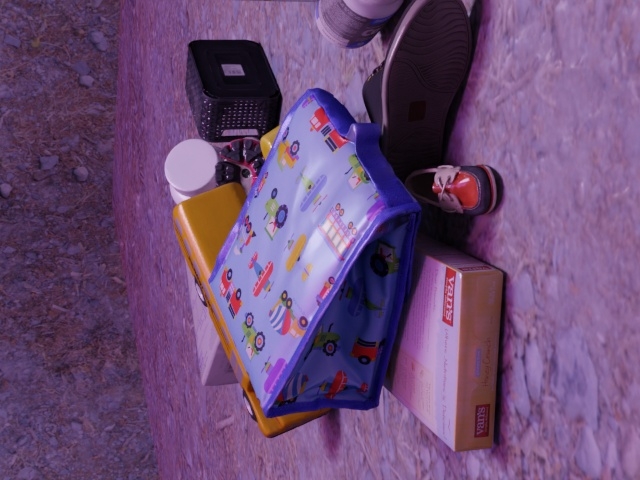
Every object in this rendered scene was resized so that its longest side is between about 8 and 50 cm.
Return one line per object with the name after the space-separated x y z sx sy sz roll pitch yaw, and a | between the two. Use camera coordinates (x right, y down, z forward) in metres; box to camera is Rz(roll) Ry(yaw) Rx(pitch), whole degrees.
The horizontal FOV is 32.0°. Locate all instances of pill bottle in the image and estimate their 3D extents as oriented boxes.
0.048 -0.268 1.221 0.137 0.078 0.078 144 121 -71 | pill bottle
-0.171 -0.081 1.786 0.208 0.117 0.118 53 -154 -66 | pill bottle

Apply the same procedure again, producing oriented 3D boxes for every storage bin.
-0.144 -0.242 1.789 0.180 0.122 0.084 -112 25 -48 | storage bin

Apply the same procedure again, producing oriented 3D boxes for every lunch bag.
0.000 0.000 1.160 0.221 0.138 0.293 -120 38 -45 | lunch bag

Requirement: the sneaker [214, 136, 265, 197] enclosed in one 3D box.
-0.084 -0.007 1.688 0.112 0.120 0.299 -32 -59 -75 | sneaker

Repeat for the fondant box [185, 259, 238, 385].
-0.172 0.060 1.984 0.238 0.096 0.330 115 147 -58 | fondant box

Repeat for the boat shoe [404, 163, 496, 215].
0.124 -0.050 1.062 0.137 0.043 0.049 -156 67 -70 | boat shoe

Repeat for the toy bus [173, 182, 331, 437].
-0.093 0.097 1.544 0.130 0.108 0.333 109 138 -69 | toy bus

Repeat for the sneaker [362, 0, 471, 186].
0.082 -0.170 1.112 0.118 0.083 0.222 -109 22 -45 | sneaker

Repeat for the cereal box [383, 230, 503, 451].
0.110 0.089 1.124 0.240 0.047 0.173 -146 55 -69 | cereal box

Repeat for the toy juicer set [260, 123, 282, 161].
0.003 -0.004 1.443 0.209 0.089 0.329 57 162 21 | toy juicer set
